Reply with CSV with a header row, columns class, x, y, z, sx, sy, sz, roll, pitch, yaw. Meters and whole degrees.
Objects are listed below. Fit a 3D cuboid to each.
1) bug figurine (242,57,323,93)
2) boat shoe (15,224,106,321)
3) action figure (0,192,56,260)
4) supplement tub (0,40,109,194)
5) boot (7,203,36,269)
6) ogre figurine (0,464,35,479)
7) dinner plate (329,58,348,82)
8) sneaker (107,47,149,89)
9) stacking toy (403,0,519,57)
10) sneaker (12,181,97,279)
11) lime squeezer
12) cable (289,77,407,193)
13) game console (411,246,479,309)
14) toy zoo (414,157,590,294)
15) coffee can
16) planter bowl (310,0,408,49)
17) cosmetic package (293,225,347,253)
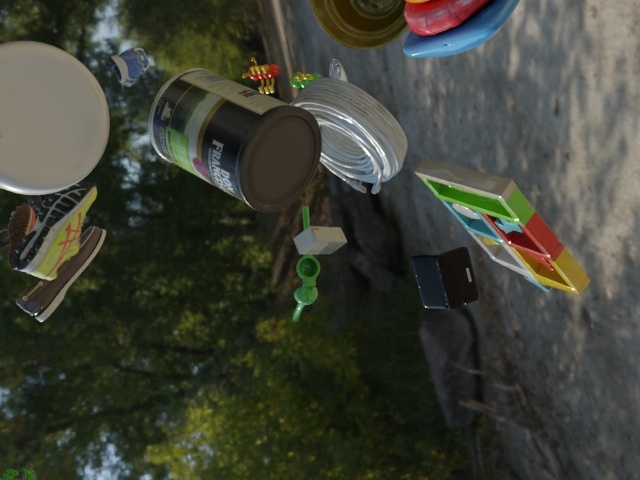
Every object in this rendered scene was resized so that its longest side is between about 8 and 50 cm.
class,x,y,z,sx,sy,sz,roll,pitch,yaw
bug figurine,-0.084,-0.382,2.038,0.279,0.216,0.072,72,-154,-47
boat shoe,-0.749,0.077,2.181,0.097,0.324,0.117,41,158,-23
action figure,-0.795,-0.051,2.088,0.141,0.276,0.164,44,155,1
supplement tub,-0.498,-0.196,1.224,0.316,0.228,0.228,12,121,55
boot,-0.656,-0.002,1.695,0.085,0.059,0.157,32,-129,-61
ogre figurine,-0.650,0.542,1.557,0.118,0.097,0.196,-37,-46,-78
dinner plate,0.051,-0.400,1.945,0.141,0.017,0.141,169,90,-77
sneaker,-0.433,-0.398,1.727,0.211,0.081,0.080,-135,21,-71
stacking toy,0.112,-0.383,0.899,0.302,0.165,0.175,43,156,-28
sneaker,-0.481,-0.017,1.407,0.081,0.208,0.094,22,162,38
lime squeezer,-0.031,0.080,1.780,0.110,0.059,0.310,-84,0,-65
cable,0.056,-0.216,1.509,0.257,0.089,0.257,35,162,-5
game console,0.264,0.078,1.588,0.071,0.107,0.122,-142,34,-74
toy zoo,0.287,-0.010,1.145,0.293,0.030,0.192,42,171,-32
coffee can,-0.164,-0.195,1.426,0.275,0.201,0.201,29,147,36
planter bowl,0.095,-0.477,1.426,0.090,0.217,0.217,-43,-59,-63
cosmetic package,0.000,0.000,1.668,0.115,0.060,0.041,3,-123,-55
